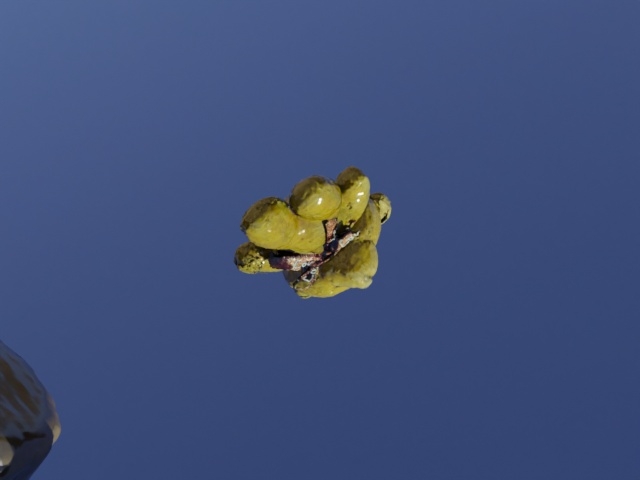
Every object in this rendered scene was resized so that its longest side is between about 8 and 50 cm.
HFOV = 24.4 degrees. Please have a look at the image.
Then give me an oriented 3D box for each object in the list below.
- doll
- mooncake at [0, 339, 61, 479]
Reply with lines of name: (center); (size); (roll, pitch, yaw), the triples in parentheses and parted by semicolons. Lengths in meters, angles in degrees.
doll: (0.000, 0.000, 1.276); (0.137, 0.209, 0.097); (-41, -108, 9)
mooncake: (-0.321, 0.134, 1.156); (0.124, 0.228, 0.228); (-53, -152, 12)
